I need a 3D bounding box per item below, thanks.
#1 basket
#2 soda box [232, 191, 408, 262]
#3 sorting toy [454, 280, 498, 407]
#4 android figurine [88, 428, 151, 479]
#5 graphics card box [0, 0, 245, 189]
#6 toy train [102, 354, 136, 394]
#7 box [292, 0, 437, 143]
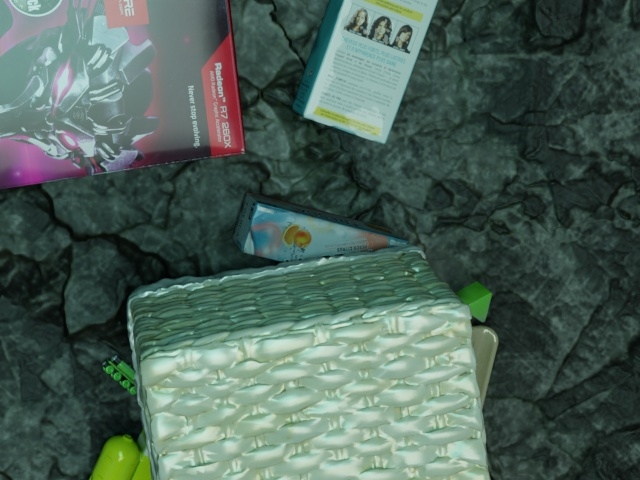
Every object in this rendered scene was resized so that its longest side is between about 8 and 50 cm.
[{"bbox_3d":[-0.014,0.199,1.262,0.331,0.266,0.329,-9,99,-5],"label":"basket"},{"bbox_3d":[0.000,0.000,1.403,0.183,0.063,0.058,13,101,-18],"label":"soda box"},{"bbox_3d":[0.109,0.192,1.462,0.196,0.047,0.348,-2,115,-26],"label":"sorting toy"},{"bbox_3d":[-0.139,0.283,1.436,0.248,0.056,0.273,23,102,-23],"label":"android figurine"},{"bbox_3d":[-0.268,-0.178,1.268,0.370,0.094,0.233,-8,107,-11],"label":"graphics card box"},{"bbox_3d":[-0.207,0.157,1.414,0.083,0.017,0.024,45,80,-21],"label":"toy train"},{"bbox_3d":[0.059,-0.236,1.359,0.100,0.060,0.244,17,99,-19],"label":"box"}]
